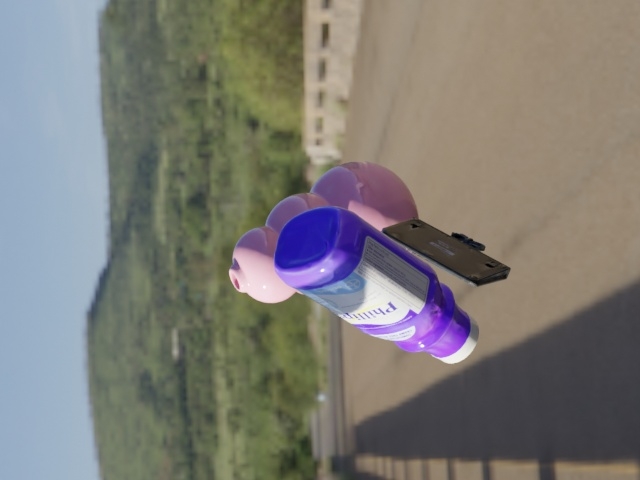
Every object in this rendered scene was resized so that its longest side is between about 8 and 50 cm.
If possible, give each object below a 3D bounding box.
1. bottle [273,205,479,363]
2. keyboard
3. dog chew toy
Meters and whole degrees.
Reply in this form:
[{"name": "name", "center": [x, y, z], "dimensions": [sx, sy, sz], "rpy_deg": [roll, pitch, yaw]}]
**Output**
[{"name": "bottle", "center": [0.075, 0.060, 1.595], "dimensions": [0.283, 0.118, 0.092], "rpy_deg": [34, -123, -38]}, {"name": "keyboard", "center": [0.177, 0.015, 1.899], "dimensions": [0.180, 0.108, 0.023], "rpy_deg": [31, 124, 37]}, {"name": "dog chew toy", "center": [0.000, 0.000, 2.322], "dimensions": [0.206, 0.332, 0.206], "rpy_deg": [52, 158, 32]}]
